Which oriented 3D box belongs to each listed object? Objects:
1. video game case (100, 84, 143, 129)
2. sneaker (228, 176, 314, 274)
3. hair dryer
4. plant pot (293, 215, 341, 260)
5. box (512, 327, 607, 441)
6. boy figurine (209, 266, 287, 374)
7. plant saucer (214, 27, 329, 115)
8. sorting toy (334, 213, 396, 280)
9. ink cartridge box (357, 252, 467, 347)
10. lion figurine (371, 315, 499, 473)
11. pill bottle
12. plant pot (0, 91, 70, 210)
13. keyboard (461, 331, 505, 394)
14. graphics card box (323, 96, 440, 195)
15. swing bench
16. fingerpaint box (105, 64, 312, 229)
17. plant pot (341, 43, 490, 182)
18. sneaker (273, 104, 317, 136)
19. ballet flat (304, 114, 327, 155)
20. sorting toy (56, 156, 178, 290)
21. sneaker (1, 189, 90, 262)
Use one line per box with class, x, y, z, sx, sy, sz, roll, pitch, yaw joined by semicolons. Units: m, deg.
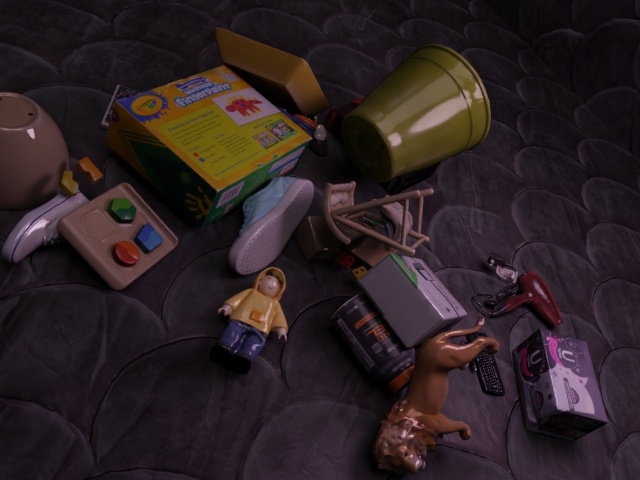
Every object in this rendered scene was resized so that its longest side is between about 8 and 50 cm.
video game case;-0.540;-0.374;1.772;0.173;0.022;0.190;16;47;-15
sneaker;-0.164;-0.048;1.633;0.150;0.135;0.366;15;44;27
hair dryer;0.621;0.185;1.863;0.293;0.080;0.224;25;61;2
plant pot;0.000;0.000;1.669;0.109;0.109;0.096;1;63;-27
box;0.645;0.390;1.627;0.163;0.142;0.247;17;46;-13
boy figurine;-0.152;0.184;1.438;0.177;0.092;0.285;28;48;1
plant saucer;-0.162;-0.513;1.899;0.332;0.333;0.081;26;85;18
sorting toy;0.138;0.037;1.743;0.132;0.046;0.274;36;44;5
ink cartridge box;0.246;0.152;1.552;0.211;0.121;0.289;52;16;19
lion figurine;0.257;0.345;1.384;0.240;0.142;0.392;18;82;-29
pill bottle;0.146;0.259;1.495;0.130;0.130;0.246;-21;64;-38
plant pot;-0.746;-0.241;1.431;0.284;0.191;0.284;14;46;-16
keyboard;0.454;0.332;1.655;0.100;0.038;0.192;8;48;-21
graphics card box;0.215;-0.340;2.076;0.232;0.094;0.371;-26;68;-38
swing bench;0.157;-0.069;1.613;0.254;0.165;0.253;6;9;18
fingerpaint box;-0.305;-0.283;1.697;0.371;0.163;0.445;41;42;8
plant pot;0.265;-0.363;1.852;0.353;0.366;0.366;-34;71;-22
sneaker;-0.124;-0.382;1.948;0.221;0.087;0.083;21;-1;12
ballet flat;-0.023;-0.377;2.004;0.074;0.074;0.203;-5;55;-30
sorting toy;-0.505;-0.055;1.423;0.307;0.041;0.229;49;40;-7
sneaker;-0.618;-0.031;1.381;0.091;0.094;0.258;29;45;2
